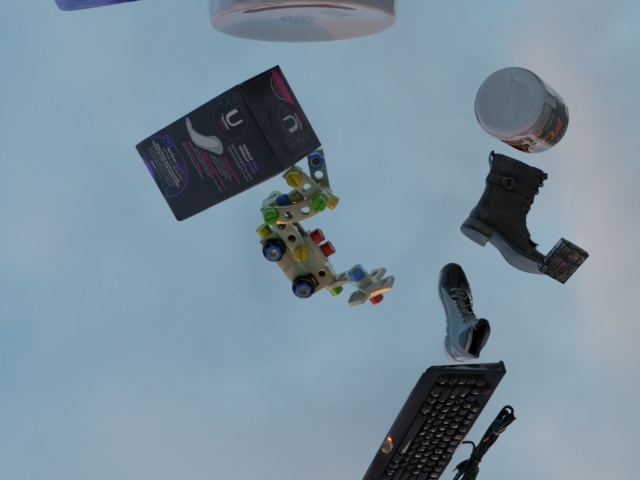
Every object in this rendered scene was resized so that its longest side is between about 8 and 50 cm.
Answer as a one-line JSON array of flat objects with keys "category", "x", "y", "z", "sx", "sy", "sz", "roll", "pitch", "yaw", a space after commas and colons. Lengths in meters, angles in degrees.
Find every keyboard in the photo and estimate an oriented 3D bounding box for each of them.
[{"category": "keyboard", "x": 0.164, "y": 0.278, "z": 1.083, "sx": 0.202, "sy": 0.033, "sz": 0.317, "roll": 1, "pitch": -51, "yaw": -27}]

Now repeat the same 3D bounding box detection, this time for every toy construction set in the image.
[{"category": "toy construction set", "x": 0.000, "y": 0.000, "z": 1.619, "sx": 0.327, "sy": 0.215, "sz": 0.151, "roll": 56, "pitch": -166, "yaw": -4}]

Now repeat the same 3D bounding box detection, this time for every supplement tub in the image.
[{"category": "supplement tub", "x": 0.336, "y": -0.207, "z": 1.332, "sx": 0.190, "sy": 0.117, "sz": 0.116, "roll": 7, "pitch": -91, "yaw": -58}]

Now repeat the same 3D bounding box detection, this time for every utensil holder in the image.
[{"category": "utensil holder", "x": -0.033, "y": -0.535, "z": 1.298, "sx": 0.328, "sy": 0.328, "sz": 0.385, "roll": -4, "pitch": -85, "yaw": -44}]

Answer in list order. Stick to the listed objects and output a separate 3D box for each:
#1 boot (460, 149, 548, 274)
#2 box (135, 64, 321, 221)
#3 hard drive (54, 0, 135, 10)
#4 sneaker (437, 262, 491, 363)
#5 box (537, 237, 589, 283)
[{"category": "boot", "x": 0.466, "y": -0.067, "z": 1.873, "sx": 0.263, "sy": 0.091, "sz": 0.229, "roll": 32, "pitch": -107, "yaw": -1}, {"category": "box", "x": -0.163, "y": -0.168, "z": 1.438, "sx": 0.165, "sy": 0.270, "sz": 0.143, "roll": 61, "pitch": -144, "yaw": -10}, {"category": "hard drive", "x": -0.261, "y": -0.382, "z": 1.016, "sx": 0.210, "sy": 0.318, "sz": 0.040, "roll": -11, "pitch": -97, "yaw": -6}, {"category": "sneaker", "x": 0.329, "y": 0.157, "z": 1.805, "sx": 0.086, "sy": 0.132, "sz": 0.228, "roll": -2, "pitch": -98, "yaw": -22}, {"category": "box", "x": 0.497, "y": 0.042, "z": 1.670, "sx": 0.067, "sy": 0.083, "sz": 0.018, "roll": 27, "pitch": -152, "yaw": -12}]
